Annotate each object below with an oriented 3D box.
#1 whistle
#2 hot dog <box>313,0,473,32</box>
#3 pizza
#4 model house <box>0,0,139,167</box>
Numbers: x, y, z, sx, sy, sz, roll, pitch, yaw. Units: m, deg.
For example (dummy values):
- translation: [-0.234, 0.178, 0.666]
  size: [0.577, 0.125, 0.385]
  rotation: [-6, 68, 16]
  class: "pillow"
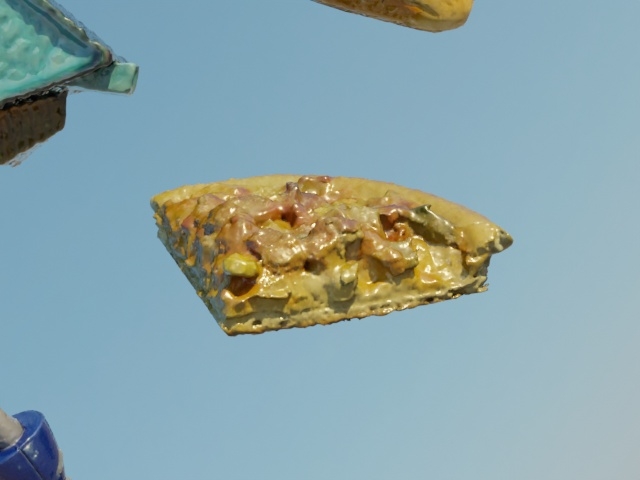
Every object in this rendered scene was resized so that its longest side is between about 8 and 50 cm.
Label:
- translation: [-0.103, 0.078, 0.684]
  size: [0.029, 0.033, 0.083]
  rotation: [-38, -63, -14]
  class: "whistle"
- translation: [-0.020, -0.191, 1.216]
  size: [0.102, 0.249, 0.076]
  rotation: [-81, 7, -81]
  class: "hot dog"
- translation: [0.001, -0.012, 1.718]
  size: [0.258, 0.268, 0.087]
  rotation: [-8, -70, -18]
  class: "pizza"
- translation: [-0.295, -0.155, 1.912]
  size: [0.261, 0.241, 0.226]
  rotation: [-96, 15, -86]
  class: "model house"
